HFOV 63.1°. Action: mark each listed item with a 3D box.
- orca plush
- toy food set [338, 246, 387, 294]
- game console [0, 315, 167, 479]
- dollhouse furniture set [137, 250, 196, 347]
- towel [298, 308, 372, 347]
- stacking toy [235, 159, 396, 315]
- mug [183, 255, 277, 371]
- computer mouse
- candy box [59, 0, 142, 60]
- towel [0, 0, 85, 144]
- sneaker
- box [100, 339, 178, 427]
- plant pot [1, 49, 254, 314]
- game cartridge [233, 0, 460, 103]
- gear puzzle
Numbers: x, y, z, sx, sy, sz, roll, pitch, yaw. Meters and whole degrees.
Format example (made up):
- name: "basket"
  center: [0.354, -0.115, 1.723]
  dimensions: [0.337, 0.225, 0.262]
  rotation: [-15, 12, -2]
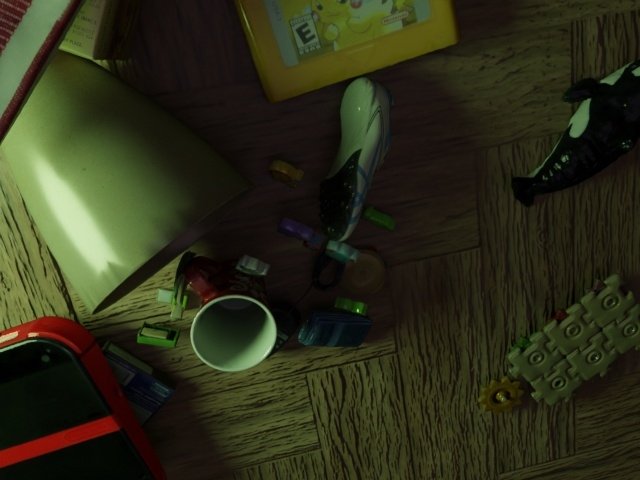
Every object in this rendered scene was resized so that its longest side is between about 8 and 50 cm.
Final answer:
- name: "orca plush"
  center: [0.423, -0.161, 0.794]
  dimensions: [0.287, 0.102, 0.151]
  rotation: [-33, 110, 3]
- name: "toy food set"
  center: [0.068, 0.050, 0.855]
  dimensions: [0.084, 0.020, 0.082]
  rotation: [1, 108, -8]
- name: "game console"
  center: [-0.480, 0.313, 0.818]
  dimensions: [0.387, 0.060, 0.341]
  rotation: [-19, 110, 6]
- name: "dollhouse furniture set"
  center: [-0.234, 0.087, 0.789]
  dimensions: [0.059, 0.076, 0.151]
  rotation: [13, 115, -9]
- name: "towel"
  center: [0.026, 0.147, 0.856]
  dimensions: [0.120, 0.029, 0.067]
  rotation: [10, 115, -32]
- name: "stacking toy"
  center: [0.000, 0.000, 0.773]
  dimensions: [0.221, 0.052, 0.166]
  rotation: [24, 74, -15]
- name: "mug"
  center: [-0.126, 0.081, 0.757]
  dimensions: [0.113, 0.169, 0.150]
  rotation: [-8, 109, -5]
- name: "computer mouse"
  center: [-0.042, 0.096, 0.845]
  dimensions: [0.071, 0.041, 0.242]
  rotation: [40, 97, -19]
- name: "candy box"
  center: [-0.234, -0.369, 0.583]
  dimensions: [0.088, 0.183, 0.316]
  rotation: [16, 105, -14]
- name: "towel"
  center: [-0.400, -0.235, 0.437]
  dimensions: [0.329, 0.037, 0.236]
  rotation: [30, 92, -27]
- name: "sneaker"
  center: [0.058, -0.111, 0.741]
  dimensions: [0.086, 0.085, 0.237]
  rotation: [16, 86, -36]
- name: "box"
  center: [-0.361, 0.284, 0.861]
  dimensions: [0.136, 0.036, 0.225]
  rotation: [39, 99, -18]
- name: "plant pot"
  center: [-0.270, -0.092, 0.659]
  dimensions: [0.257, 0.256, 0.274]
  rotation: [-40, 94, 6]
- name: "game cartridge"
  center: [0.015, -0.373, 0.665]
  dimensions: [0.286, 0.052, 0.323]
  rotation: [-18, 117, 1]
- name: "gear puzzle"
  center: [0.435, 0.211, 0.958]
  dimensions: [0.339, 0.044, 0.175]
  rotation: [-41, 111, 9]
